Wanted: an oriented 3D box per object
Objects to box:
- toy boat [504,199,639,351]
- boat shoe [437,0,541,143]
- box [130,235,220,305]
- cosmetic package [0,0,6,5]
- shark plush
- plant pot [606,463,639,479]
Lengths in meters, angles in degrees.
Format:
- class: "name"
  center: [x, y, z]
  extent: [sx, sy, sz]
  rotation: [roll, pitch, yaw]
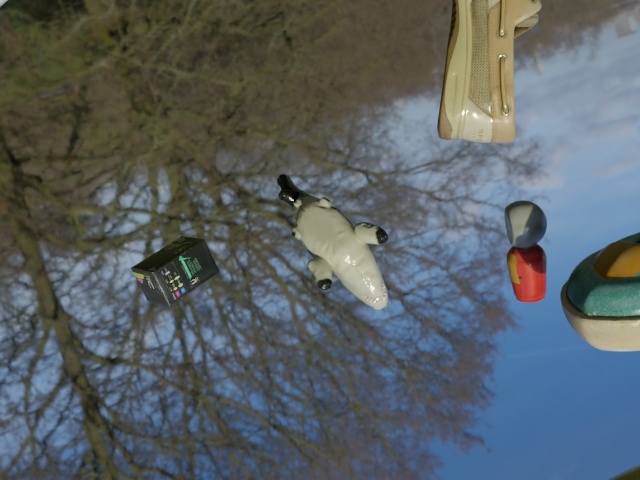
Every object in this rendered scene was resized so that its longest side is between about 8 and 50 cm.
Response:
- class: "toy boat"
  center: [0.373, 0.033, 1.096]
  extent: [0.268, 0.148, 0.318]
  rotation: [-23, -158, -35]
- class: "boat shoe"
  center: [0.223, -0.294, 1.064]
  extent: [0.110, 0.340, 0.122]
  rotation: [7, -174, 9]
- class: "box"
  center: [-0.183, 0.037, 1.046]
  extent: [0.083, 0.052, 0.062]
  rotation: [-35, -156, -30]
- class: "cosmetic package"
  center: [-0.320, -0.347, 0.831]
  extent: [0.366, 0.155, 0.196]
  rotation: [-14, -138, 43]
- class: "shark plush"
  center: [0.000, 0.000, 0.752]
  extent: [0.073, 0.161, 0.067]
  rotation: [-50, 148, -5]
- class: "plant pot"
  center: [0.462, 0.392, 1.061]
  extent: [0.294, 0.274, 0.275]
  rotation: [-9, -172, 0]
